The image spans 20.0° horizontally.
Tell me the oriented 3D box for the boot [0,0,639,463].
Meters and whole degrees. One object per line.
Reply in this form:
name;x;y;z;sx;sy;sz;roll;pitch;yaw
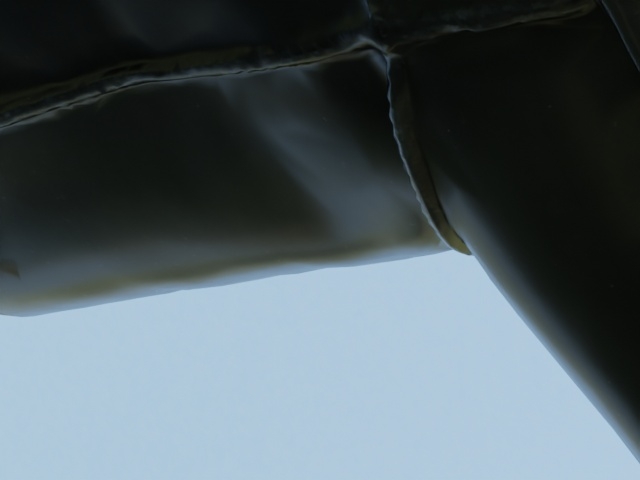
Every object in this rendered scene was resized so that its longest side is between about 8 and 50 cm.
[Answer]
boot;-0.001;-0.002;0.645;0.146;0.445;0.367;-38;-69;-43
